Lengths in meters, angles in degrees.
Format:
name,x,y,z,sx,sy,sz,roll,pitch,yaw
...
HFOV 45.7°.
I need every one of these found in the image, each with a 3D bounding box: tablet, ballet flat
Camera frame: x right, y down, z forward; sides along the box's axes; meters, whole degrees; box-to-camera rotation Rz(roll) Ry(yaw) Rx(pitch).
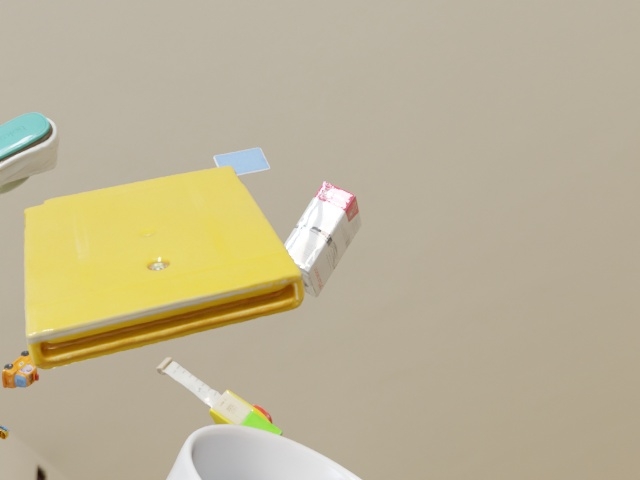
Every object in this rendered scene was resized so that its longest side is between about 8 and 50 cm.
name,x,y,z,sx,sy,sz,roll,pitch,yaw
tablet,-0.130,-0.128,1.260,0.083,0.054,0.006,-14,-36,-19
ballet flat,-0.671,-0.109,1.415,0.400,0.139,0.139,-27,-47,-22

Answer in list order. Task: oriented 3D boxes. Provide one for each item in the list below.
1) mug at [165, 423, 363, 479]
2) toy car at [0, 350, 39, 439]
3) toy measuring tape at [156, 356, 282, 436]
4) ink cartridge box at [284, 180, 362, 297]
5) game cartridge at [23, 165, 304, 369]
name,x,y,z,sx,sy,sz,roll,pitch,yaw
mug,-0.046,0.421,0.745,0.276,0.374,0.328,19,-81,-59
toy car,-0.415,0.215,1.052,0.040,0.060,0.122,22,-73,15
toy measuring tape,-0.207,0.369,1.589,0.330,0.121,0.121,30,-57,14
ink cartridge box,0.000,0.000,1.209,0.150,0.063,0.109,-58,-19,-18
game cartridge,-0.201,0.012,0.904,0.285,0.324,0.053,-12,-61,-15
